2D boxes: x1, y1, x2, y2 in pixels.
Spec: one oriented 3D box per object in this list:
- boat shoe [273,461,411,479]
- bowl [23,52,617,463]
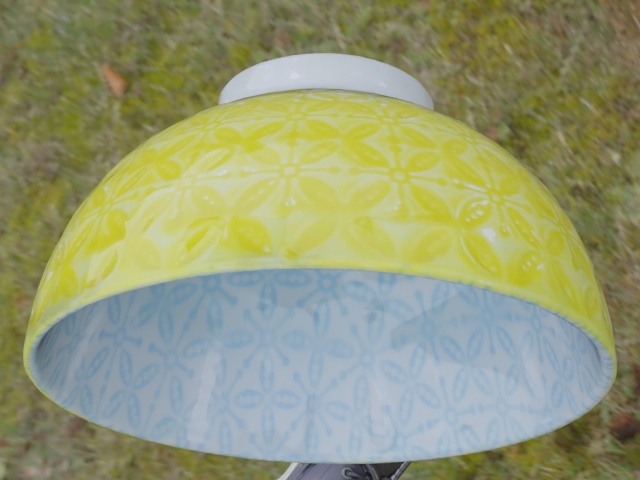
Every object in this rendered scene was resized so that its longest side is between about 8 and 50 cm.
[{"bbox_3d":[0.013,0.225,1.412,0.285,0.103,0.092,-40,24,-13],"label":"boat shoe"},{"bbox_3d":[0.000,0.000,0.811,0.289,0.289,0.156,-9,64,22],"label":"bowl"}]
